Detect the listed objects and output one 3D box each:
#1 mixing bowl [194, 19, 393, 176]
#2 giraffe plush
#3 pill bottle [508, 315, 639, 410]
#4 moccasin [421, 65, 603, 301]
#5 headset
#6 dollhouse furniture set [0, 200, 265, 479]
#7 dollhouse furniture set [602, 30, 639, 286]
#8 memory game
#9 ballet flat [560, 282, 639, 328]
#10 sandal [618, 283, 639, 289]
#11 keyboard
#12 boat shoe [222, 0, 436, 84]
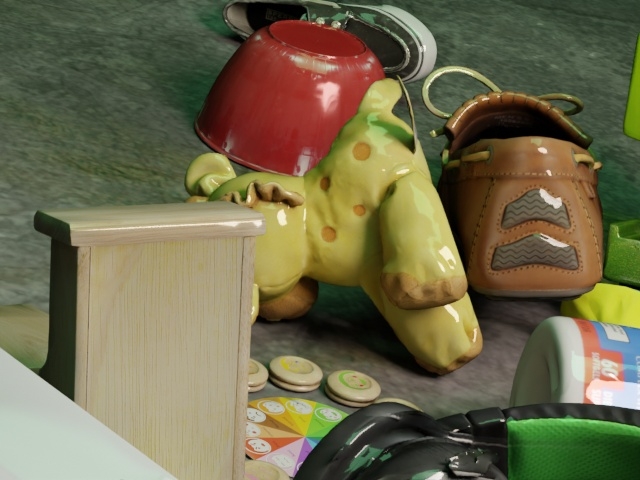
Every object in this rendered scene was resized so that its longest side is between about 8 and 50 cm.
[{"bbox_3d":[-0.011,-0.129,1.614,0.181,0.098,0.181,12,24,-5],"label":"mixing bowl"},{"bbox_3d":[0.000,0.000,1.283,0.170,0.210,0.181,-18,30,2],"label":"giraffe plush"},{"bbox_3d":[0.235,0.121,1.150,0.221,0.124,0.124,8,24,-9],"label":"pill bottle"},{"bbox_3d":[0.145,-0.057,1.425,0.139,0.147,0.380,0,10,8],"label":"moccasin"},{"bbox_3d":[0.055,0.159,0.896,0.394,0.185,0.243,-14,31,-16],"label":"headset"},{"bbox_3d":[-0.140,0.046,1.011,0.212,0.161,0.242,-4,13,-33],"label":"dollhouse furniture set"},{"bbox_3d":[0.339,-0.062,1.442,0.151,0.198,0.301,11,8,22],"label":"dollhouse furniture set"},{"bbox_3d":[-0.008,0.118,1.171,0.186,0.012,0.186,11,24,-5],"label":"memory game"},{"bbox_3d":[0.250,0.099,1.281,0.231,0.077,0.077,28,41,27],"label":"ballet flat"},{"bbox_3d":[0.297,0.060,1.414,0.179,0.040,0.067,19,11,40],"label":"sandal"},{"bbox_3d":[-0.085,0.122,0.796,0.256,0.014,0.072,34,47,15],"label":"keyboard"},{"bbox_3d":[0.005,-0.194,1.804,0.219,0.078,0.070,17,22,29],"label":"boat shoe"}]
